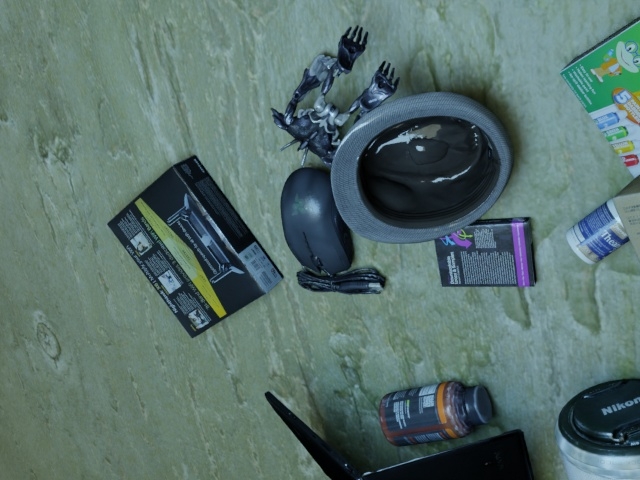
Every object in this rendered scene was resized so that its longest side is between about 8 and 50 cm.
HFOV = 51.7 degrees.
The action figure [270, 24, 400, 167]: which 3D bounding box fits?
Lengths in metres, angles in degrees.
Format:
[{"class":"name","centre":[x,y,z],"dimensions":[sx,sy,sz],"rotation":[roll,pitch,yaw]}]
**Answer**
[{"class":"action figure","centre":[0.027,-0.219,1.076],"dimensions":[0.164,0.141,0.276],"rotation":[43,151,-6]}]

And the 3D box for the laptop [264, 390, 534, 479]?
[{"class":"laptop","centre":[0.161,0.410,1.257],"dimensions":[0.408,0.236,0.382],"rotation":[31,157,41]}]

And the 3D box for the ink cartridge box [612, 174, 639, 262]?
[{"class":"ink cartridge box","centre":[0.525,-0.009,0.832],"dimensions":[0.235,0.088,0.193],"rotation":[-13,108,56]}]

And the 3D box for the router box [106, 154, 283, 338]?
[{"class":"router box","centre":[-0.260,0.020,1.354],"dimensions":[0.243,0.081,0.308],"rotation":[-32,96,33]}]

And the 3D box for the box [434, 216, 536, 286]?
[{"class":"box","centre":[0.277,0.022,1.120],"dimensions":[0.162,0.029,0.116],"rotation":[-2,110,26]}]

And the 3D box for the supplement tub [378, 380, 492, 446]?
[{"class":"supplement tub","centre":[0.216,0.324,1.240],"dimensions":[0.198,0.106,0.106],"rotation":[-19,103,32]}]

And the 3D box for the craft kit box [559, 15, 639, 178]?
[{"class":"craft kit box","centre":[0.480,-0.185,0.851],"dimensions":[0.249,0.061,0.247],"rotation":[52,147,-3]}]

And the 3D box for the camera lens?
[{"class":"camera lens","centre":[0.510,0.377,1.049],"dimensions":[0.220,0.219,0.274],"rotation":[-12,106,30]}]

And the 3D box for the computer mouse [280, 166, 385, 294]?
[{"class":"computer mouse","centre":[0.000,0.000,1.192],"dimensions":[0.189,0.072,0.272],"rotation":[1,124,29]}]

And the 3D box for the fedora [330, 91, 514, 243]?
[{"class":"fedora","centre":[0.153,-0.125,1.033],"dimensions":[0.276,0.124,0.243],"rotation":[-17,119,9]}]

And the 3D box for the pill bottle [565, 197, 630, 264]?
[{"class":"pill bottle","centre":[0.438,-0.022,0.995],"dimensions":[0.067,0.067,0.120],"rotation":[46,124,1]}]
